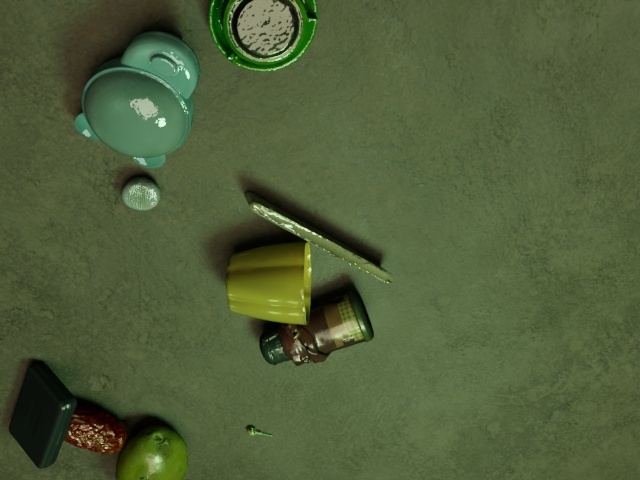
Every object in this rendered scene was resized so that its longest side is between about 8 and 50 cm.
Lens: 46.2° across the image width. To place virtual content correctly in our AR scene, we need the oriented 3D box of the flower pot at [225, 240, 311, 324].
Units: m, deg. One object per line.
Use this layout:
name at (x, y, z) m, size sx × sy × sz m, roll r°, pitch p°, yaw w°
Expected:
flower pot at (-0.114, 0.093, 1.694) m, size 0.179 × 0.195 × 0.195 m, roll 1°, pitch 123°, yaw 4°

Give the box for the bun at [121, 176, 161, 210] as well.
bun at (-0.380, -0.101, 1.591) m, size 0.083 × 0.045 × 0.083 m, roll -3°, pitch 122°, yaw -5°

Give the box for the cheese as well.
cheese at (0.002, -0.002, 1.703) m, size 0.400 × 0.085 × 0.034 m, roll 28°, pitch 95°, yaw -24°

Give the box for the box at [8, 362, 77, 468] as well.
box at (-0.674, 0.423, 1.814) m, size 0.050 × 0.160 × 0.230 m, roll -13°, pitch 136°, yaw -53°

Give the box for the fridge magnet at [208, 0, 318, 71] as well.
fridge magnet at (-0.107, -0.416, 1.415) m, size 0.208 × 0.088 × 0.208 m, roll -5°, pitch 123°, yaw -7°

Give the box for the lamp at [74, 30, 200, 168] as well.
lamp at (-0.336, -0.270, 1.430) m, size 0.209 × 0.147 × 0.284 m, roll 27°, pitch 113°, yaw -22°

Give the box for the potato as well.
potato at (-0.439, 0.592, 1.957) m, size 0.186 × 0.148 × 0.253 m, roll -1°, pitch 130°, yaw -12°

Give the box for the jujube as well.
jujube at (-0.569, 0.473, 1.883) m, size 0.176 × 0.112 × 0.109 m, roll 30°, pitch 100°, yaw -28°

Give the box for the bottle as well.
bottle at (-0.016, 0.221, 1.808) m, size 0.271 × 0.143 × 0.156 m, roll -21°, pitch 123°, yaw 4°

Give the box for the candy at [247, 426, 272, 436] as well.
candy at (-0.164, 0.525, 2.049) m, size 0.083 × 0.025 × 0.023 m, roll 21°, pitch 83°, yaw -35°
